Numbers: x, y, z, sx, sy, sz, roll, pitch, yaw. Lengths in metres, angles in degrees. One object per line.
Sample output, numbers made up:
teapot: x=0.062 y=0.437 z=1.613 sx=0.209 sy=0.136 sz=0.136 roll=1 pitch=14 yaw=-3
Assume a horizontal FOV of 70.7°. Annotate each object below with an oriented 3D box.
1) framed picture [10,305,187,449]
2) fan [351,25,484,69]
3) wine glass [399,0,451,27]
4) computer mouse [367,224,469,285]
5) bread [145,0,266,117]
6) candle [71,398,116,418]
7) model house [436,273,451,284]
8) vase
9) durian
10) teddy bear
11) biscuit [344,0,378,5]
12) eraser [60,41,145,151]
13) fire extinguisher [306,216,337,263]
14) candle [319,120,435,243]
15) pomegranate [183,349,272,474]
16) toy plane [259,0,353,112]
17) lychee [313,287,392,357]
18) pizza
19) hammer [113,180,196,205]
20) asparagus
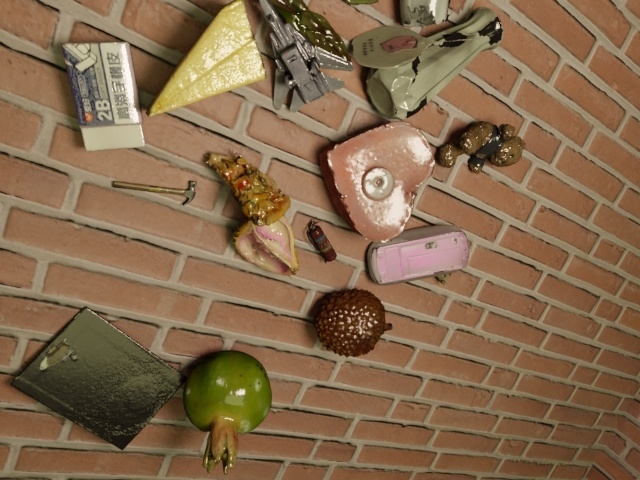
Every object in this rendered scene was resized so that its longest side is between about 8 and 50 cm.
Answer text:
framed picture: x=-0.539 y=0.352 z=1.128 sx=0.244 sy=0.013 sz=0.324 roll=-48 pitch=112 yaw=-9
fan: x=0.230 y=-0.467 z=1.065 sx=0.311 sy=0.182 sz=0.010 roll=-4 pitch=145 yaw=4
wine glass: x=0.249 y=-0.669 z=1.045 sx=0.144 sy=0.143 sz=0.320 roll=-12 pitch=116 yaw=-18
computer mouse: x=0.291 y=0.046 z=1.354 sx=0.311 sy=0.072 sz=0.158 roll=-11 pitch=102 yaw=-5
bread: x=-0.259 y=-0.373 z=0.922 sx=0.264 sy=0.168 sz=0.163 roll=-23 pitch=115 yaw=-13
candle: x=-0.568 y=0.420 z=1.162 sx=0.131 sy=0.052 sz=0.051 roll=-16 pitch=115 yaw=-18
model house: x=0.387 y=0.094 z=1.439 sx=0.058 sy=0.057 sz=0.083 roll=-42 pitch=118 yaw=2
vase: x=0.291 y=-0.450 z=1.141 sx=0.360 sy=0.165 sz=0.165 roll=-35 pitch=119 yaw=-12
durian: x=-0.136 y=0.007 z=1.142 sx=0.183 sy=0.132 sz=0.165 roll=13 pitch=112 yaw=-30
teddy bear: x=0.470 y=-0.279 z=1.298 sx=0.252 sy=0.182 sz=0.129 roll=5 pitch=71 yaw=-23
biscuit: x=0.083 y=-0.709 z=1.013 sx=0.099 sy=0.038 sz=0.322 roll=-14 pitch=114 yaw=-21
eraser: x=-0.441 y=-0.296 z=0.932 sx=0.125 sy=0.068 sz=0.209 roll=-10 pitch=114 yaw=-20
fire extinguisher: x=0.000 y=0.000 z=1.250 sx=0.056 sy=0.039 sz=0.132 roll=-40 pitch=120 yaw=-15
candle: x=0.127 y=-0.166 z=1.194 sx=0.288 sy=0.131 sz=0.316 roll=17 pitch=93 yaw=-21
pomegranate: x=-0.245 y=0.431 z=1.164 sx=0.236 sy=0.301 sz=0.235 roll=0 pitch=124 yaw=0
toy plane: x=-0.066 y=-0.422 z=0.996 sx=0.213 sy=0.088 sz=0.267 roll=-23 pitch=134 yaw=16
lychee: x=0.099 y=0.237 z=1.297 sx=0.239 sy=0.200 sz=0.199 roll=12 pitch=105 yaw=-13
pizza: x=-0.157 y=-0.135 z=1.068 sx=0.147 sy=0.226 sz=0.069 roll=-21 pitch=161 yaw=-48
hammer: x=-0.385 y=-0.118 z=1.053 sx=0.182 sy=0.017 sz=0.062 roll=4 pitch=108 yaw=-23
asparagus: x=-0.034 y=-0.495 z=1.027 sx=0.287 sy=0.080 sz=0.080 roll=33 pitch=94 yaw=-24
